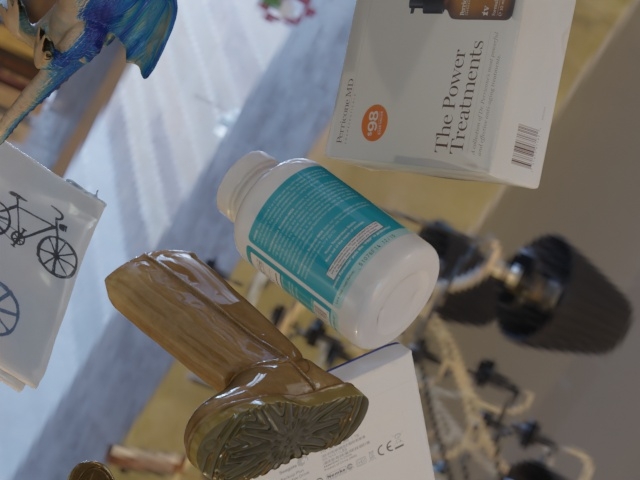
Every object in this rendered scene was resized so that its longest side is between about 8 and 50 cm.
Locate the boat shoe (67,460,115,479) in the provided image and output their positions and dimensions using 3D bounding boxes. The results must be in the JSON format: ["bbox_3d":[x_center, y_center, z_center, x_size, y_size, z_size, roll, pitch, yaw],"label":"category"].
[{"bbox_3d":[-0.166,0.225,1.091,0.045,0.050,0.135,-28,-119,51],"label":"boat shoe"}]

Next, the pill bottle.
[{"bbox_3d":[0.000,0.000,1.812,0.264,0.146,0.146,37,-75,26],"label":"pill bottle"}]

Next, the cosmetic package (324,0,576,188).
[{"bbox_3d":[0.164,-0.263,1.862,0.284,0.097,0.377,9,-93,50],"label":"cosmetic package"}]

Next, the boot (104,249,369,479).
[{"bbox_3d":[-0.116,0.111,1.469,0.269,0.236,0.089,37,-69,31],"label":"boot"}]

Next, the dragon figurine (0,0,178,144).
[{"bbox_3d":[-0.172,-0.185,1.248,0.085,0.144,0.289,38,-65,43],"label":"dragon figurine"}]

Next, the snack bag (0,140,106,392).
[{"bbox_3d":[-0.455,-0.013,1.998,0.037,0.323,0.342,-36,-151,40],"label":"snack bag"}]

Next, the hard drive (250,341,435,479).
[{"bbox_3d":[0.028,0.289,1.642,0.040,0.210,0.318,28,-45,56],"label":"hard drive"}]
